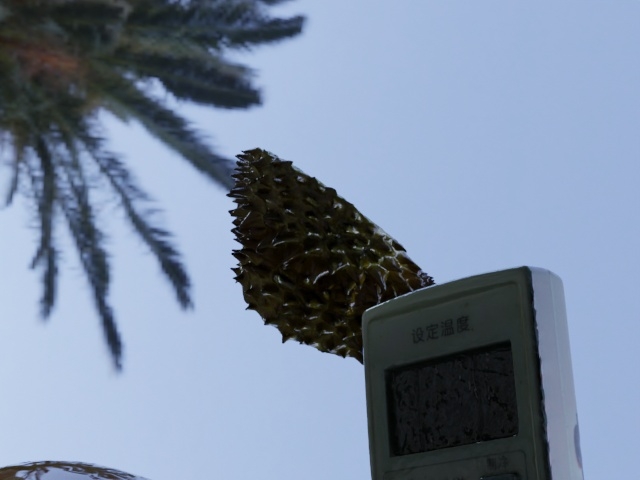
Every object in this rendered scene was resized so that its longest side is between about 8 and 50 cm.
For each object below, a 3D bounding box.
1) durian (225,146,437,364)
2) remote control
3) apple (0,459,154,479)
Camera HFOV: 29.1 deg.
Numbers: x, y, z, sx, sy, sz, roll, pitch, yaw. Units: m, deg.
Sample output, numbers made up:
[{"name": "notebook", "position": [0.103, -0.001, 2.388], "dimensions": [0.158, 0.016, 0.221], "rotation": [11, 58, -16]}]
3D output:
[{"name": "durian", "position": [0.000, 0.000, 1.087], "dimensions": [0.252, 0.139, 0.144], "rotation": [28, -62, 19]}, {"name": "remote control", "position": [0.096, 0.193, 0.743], "dimensions": [0.145, 0.050, 0.344], "rotation": [-20, -115, 41]}, {"name": "apple", "position": [-0.105, 0.275, 0.719], "dimensions": [0.314, 0.252, 0.309], "rotation": [-141, -148, -64]}]
